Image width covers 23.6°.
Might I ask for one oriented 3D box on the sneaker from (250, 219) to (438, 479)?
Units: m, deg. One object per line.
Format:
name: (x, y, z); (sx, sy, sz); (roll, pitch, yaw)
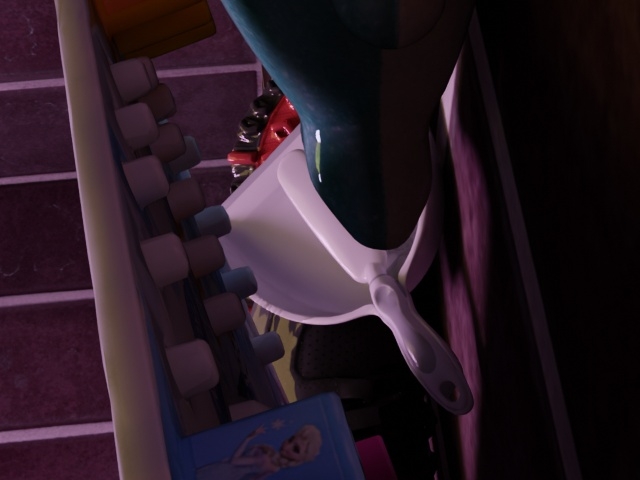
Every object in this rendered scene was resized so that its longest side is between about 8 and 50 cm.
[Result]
sneaker: (0.033, 0.143, 0.877); (0.139, 0.125, 0.341); (8, 94, 48)

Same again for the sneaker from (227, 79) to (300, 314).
sneaker: (0.000, 0.000, 1.014); (0.125, 0.104, 0.262); (1, -81, -70)

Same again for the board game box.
board game box: (0.008, 0.110, 0.551); (0.390, 0.050, 0.390); (-111, -1, -54)

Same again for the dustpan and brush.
dustpan and brush: (0.026, 0.009, 0.795); (0.211, 0.147, 0.060); (53, -162, 26)

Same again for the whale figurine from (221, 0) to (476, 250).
whale figurine: (-0.005, -0.131, 0.652); (0.216, 0.141, 0.272); (-102, 10, -59)
